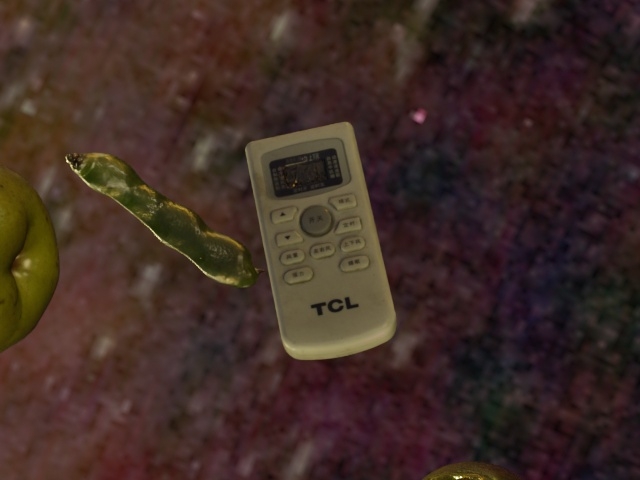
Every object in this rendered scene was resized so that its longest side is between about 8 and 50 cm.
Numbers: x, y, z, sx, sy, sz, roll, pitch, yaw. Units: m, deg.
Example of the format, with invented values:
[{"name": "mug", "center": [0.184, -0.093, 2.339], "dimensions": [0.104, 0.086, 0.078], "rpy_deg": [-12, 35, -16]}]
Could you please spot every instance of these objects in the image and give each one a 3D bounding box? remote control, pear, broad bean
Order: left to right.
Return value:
[{"name": "pear", "center": [-0.430, 0.023, 2.109], "dimensions": [0.294, 0.294, 0.294], "rpy_deg": [-37, 40, 39]}, {"name": "broad bean", "center": [-0.174, -0.027, 2.232], "dimensions": [0.052, 0.256, 0.053], "rpy_deg": [-54, 5, 7]}, {"name": "remote control", "center": [0.000, 0.000, 1.483], "dimensions": [0.087, 0.029, 0.190], "rpy_deg": [-11, 60, 1]}]

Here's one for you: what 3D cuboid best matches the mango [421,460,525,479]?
[{"name": "mango", "center": [0.146, 0.279, 1.614], "dimensions": [0.129, 0.146, 0.289], "rpy_deg": [-14, 30, -3]}]
